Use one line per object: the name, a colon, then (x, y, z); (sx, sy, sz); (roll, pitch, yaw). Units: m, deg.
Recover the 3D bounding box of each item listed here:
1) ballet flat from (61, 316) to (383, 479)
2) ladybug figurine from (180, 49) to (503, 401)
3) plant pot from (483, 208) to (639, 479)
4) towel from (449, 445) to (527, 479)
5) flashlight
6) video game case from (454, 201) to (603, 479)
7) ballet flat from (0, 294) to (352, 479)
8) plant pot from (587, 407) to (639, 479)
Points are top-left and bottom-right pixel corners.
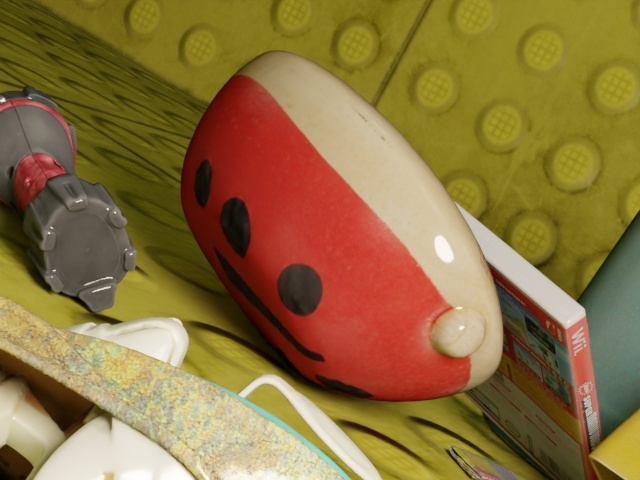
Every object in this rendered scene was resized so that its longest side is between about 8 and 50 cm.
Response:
ballet flat: (-0.073, 0.105, 0.803); (0.316, 0.106, 0.107); (28, 8, 2)
ladybug figurine: (0.000, 0.000, 1.311); (0.449, 0.162, 0.305); (39, -24, 59)
plant pot: (0.394, 0.115, 1.536); (0.341, 0.334, 0.341); (27, 7, -4)
towel: (0.153, 0.205, 1.305); (0.083, 0.009, 0.060); (25, 8, -27)
flashlight: (-0.231, -0.049, 1.260); (0.103, 0.103, 0.304); (28, 6, -27)
video game case: (0.173, 0.102, 1.332); (0.204, 0.025, 0.285); (44, -19, 40)
ballet flat: (-0.143, 0.091, 0.694); (0.348, 0.123, 0.123); (30, 8, 6)
plant pot: (0.375, 0.198, 1.233); (0.212, 0.187, 0.212); (33, -13, 33)
